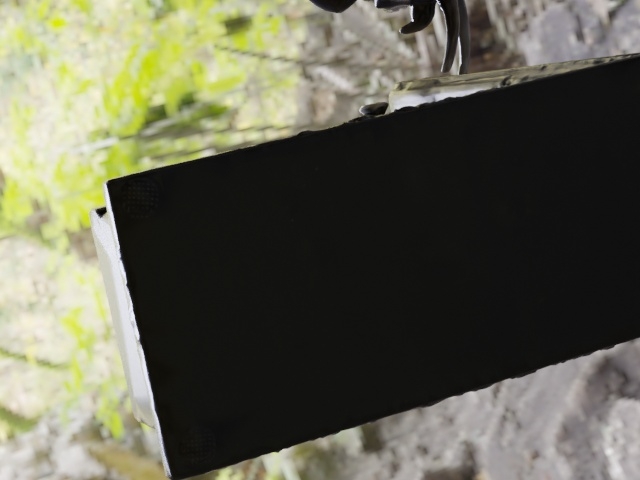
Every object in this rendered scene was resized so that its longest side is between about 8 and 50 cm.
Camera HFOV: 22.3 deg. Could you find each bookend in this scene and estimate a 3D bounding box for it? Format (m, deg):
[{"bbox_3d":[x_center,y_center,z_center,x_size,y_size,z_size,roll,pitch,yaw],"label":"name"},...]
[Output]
[{"bbox_3d":[0.000,0.000,0.460,0.157,0.156,0.072,-175,71,-67],"label":"bookend"}]

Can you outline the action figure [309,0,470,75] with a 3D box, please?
[{"bbox_3d":[0.001,-0.212,0.839,0.276,0.164,0.141,43,108,9],"label":"action figure"}]
